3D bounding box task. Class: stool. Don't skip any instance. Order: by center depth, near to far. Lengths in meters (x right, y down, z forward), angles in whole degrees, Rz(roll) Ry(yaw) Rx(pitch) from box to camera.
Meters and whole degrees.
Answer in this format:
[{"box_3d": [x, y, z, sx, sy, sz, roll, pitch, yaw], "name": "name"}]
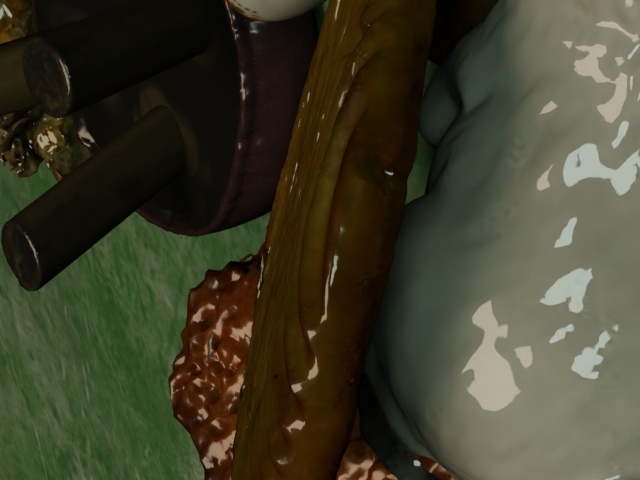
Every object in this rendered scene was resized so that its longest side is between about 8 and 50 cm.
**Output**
[{"box_3d": [-0.144, -0.118, 1.084, 0.272, 0.178, 0.272, 32, 133, 42], "name": "stool"}]

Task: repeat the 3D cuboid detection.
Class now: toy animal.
[{"box_3d": [0.135, -0.041, 0.714, 0.258, 0.194, 0.357, 52, 138, 43], "name": "toy animal"}]

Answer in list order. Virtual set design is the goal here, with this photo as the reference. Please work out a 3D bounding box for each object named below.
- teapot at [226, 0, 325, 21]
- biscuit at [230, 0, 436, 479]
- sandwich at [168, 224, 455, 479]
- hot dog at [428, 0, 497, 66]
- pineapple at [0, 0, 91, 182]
[{"box_3d": [-0.011, -0.182, 0.889, 0.226, 0.092, 0.145, -95, 17, -75], "name": "teapot"}, {"box_3d": [0.000, 0.000, 0.795, 0.318, 0.040, 0.318, -169, 90, -85], "name": "biscuit"}, {"box_3d": [0.031, 0.117, 0.993, 0.250, 0.162, 0.301, -40, 53, 26], "name": "sandwich"}, {"box_3d": [0.076, -0.137, 0.854, 0.090, 0.060, 0.140, 57, 156, 17], "name": "hot dog"}, {"box_3d": [-0.310, -0.141, 1.296, 0.286, 0.209, 0.344, 64, 147, 8], "name": "pineapple"}]
